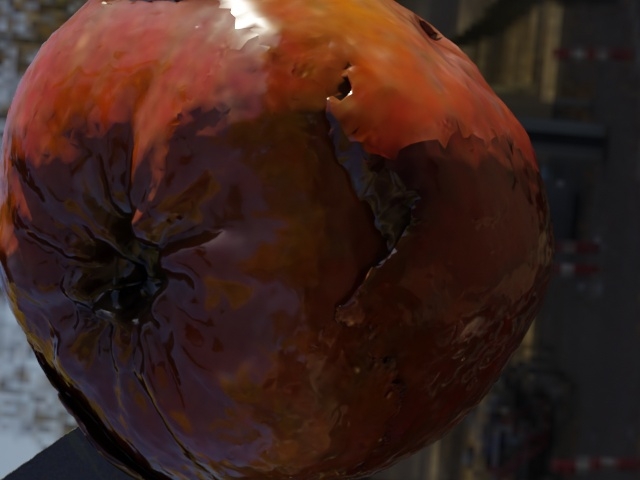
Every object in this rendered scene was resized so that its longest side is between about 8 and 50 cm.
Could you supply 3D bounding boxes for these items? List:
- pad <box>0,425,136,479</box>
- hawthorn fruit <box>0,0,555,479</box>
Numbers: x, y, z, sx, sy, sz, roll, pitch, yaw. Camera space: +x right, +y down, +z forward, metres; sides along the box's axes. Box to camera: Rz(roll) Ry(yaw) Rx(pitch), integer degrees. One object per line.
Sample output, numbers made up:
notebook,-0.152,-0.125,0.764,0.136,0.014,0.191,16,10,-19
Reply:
pad,-0.161,0.208,1.266,0.211,0.143,0.003,-36,1,41
hawthorn fruit,0.000,0.000,0.959,0.307,0.276,0.276,4,-88,-51
